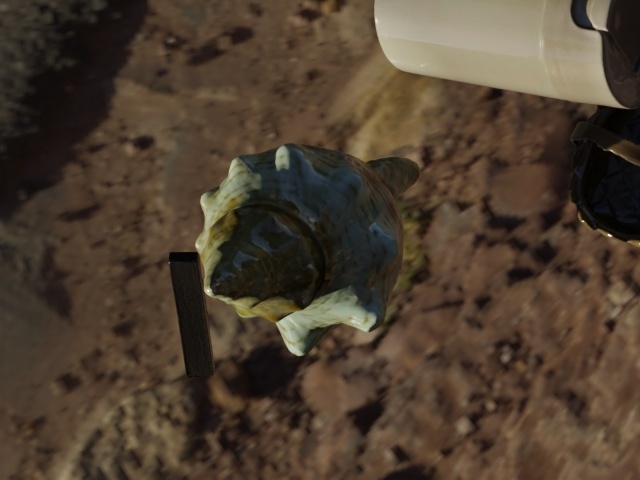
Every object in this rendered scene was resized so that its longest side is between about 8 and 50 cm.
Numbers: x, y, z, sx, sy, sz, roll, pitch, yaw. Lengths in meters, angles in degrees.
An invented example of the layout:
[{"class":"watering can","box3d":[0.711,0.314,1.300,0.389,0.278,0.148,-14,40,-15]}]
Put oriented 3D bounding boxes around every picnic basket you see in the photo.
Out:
[{"class":"picnic basket","box3d":[0.276,-0.064,1.689,0.128,0.178,0.138,22,95,11]}]

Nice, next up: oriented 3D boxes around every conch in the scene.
[{"class":"conch","box3d":[0.008,0.008,1.768,0.169,0.386,0.203,42,118,28]}]

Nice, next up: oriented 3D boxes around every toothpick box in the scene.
[{"class":"toothpick box","box3d":[0.139,-0.152,1.307,0.180,0.111,0.111,13,105,36]}]

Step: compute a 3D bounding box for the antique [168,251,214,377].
[{"class":"antique","box3d":[-0.128,0.076,1.960,0.031,0.015,0.192,-2,141,1]}]
